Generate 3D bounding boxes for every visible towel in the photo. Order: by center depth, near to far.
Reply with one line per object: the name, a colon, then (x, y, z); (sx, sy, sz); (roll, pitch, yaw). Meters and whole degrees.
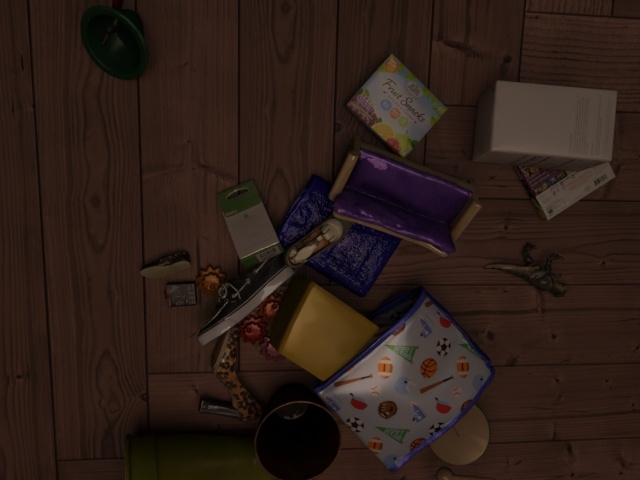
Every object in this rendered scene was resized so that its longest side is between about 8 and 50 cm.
towel: (0.049, -0.005, 1.428); (0.308, 0.076, 0.227); (31, 96, -11)

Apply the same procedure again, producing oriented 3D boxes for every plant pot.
plant pot: (-0.014, 0.233, 1.370); (0.212, 0.212, 0.187); (35, 80, -12)
plant pot: (-0.307, 0.662, 1.387); (0.353, 0.366, 0.366); (-4, 100, -18)
plant pot: (-0.069, 0.479, 1.417); (0.216, 0.230, 0.215); (-1, 98, -8)

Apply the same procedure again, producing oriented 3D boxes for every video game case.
video game case: (0.671, -0.204, 1.483); (0.232, 0.042, 0.210); (-34, 101, 0)

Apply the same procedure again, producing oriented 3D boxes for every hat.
hat: (-0.460, -0.529, 1.305); (0.173, 0.183, 0.208); (24, 138, -3)

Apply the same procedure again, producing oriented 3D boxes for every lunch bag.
lunch bag: (0.227, 0.350, 1.432); (0.385, 0.239, 0.328); (-41, 101, 9)

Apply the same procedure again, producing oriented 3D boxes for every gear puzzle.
gear puzzle: (-0.190, 0.183, 1.448); (0.339, 0.044, 0.175); (41, 93, -11)

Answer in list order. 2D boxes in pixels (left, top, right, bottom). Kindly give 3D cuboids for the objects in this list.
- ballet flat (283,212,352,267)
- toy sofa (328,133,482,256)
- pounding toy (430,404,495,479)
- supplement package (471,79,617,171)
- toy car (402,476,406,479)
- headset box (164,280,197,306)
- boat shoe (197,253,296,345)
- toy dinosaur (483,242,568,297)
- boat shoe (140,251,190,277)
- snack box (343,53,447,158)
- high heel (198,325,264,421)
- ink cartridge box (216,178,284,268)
ballet flat: (0.000, 0.000, 1.355); (0.213, 0.068, 0.072); (-36, 99, -1)
toy sofa: (0.213, -0.112, 1.354); (0.363, 0.177, 0.150); (20, 130, -9)
pounding toy: (0.413, 0.583, 1.550); (0.183, 0.110, 0.236); (-14, 63, 25)
supplement package: (0.559, -0.285, 1.359); (0.293, 0.175, 0.177); (6, 89, 1)
toy car: (0.223, 0.683, 1.598); (0.040, 0.060, 0.122); (-43, 128, -42)
headset box: (-0.375, 0.143, 1.426); (0.083, 0.032, 0.062); (-4, 100, -5)
boat shoe: (-0.207, 0.139, 1.370); (0.306, 0.113, 0.105); (-41, 90, -11)
toy dinosaur: (0.613, 0.079, 1.519); (0.268, 0.064, 0.118); (21, 103, -6)
boat shoe: (-0.408, 0.065, 1.405); (0.133, 0.042, 0.049); (-14, 143, -1)
snack box: (0.194, -0.346, 1.389); (0.207, 0.070, 0.174); (42, 93, -12)
high heel: (-0.211, 0.367, 1.466); (0.186, 0.093, 0.261); (16, 96, -20)
ink cartridge box: (-0.183, -0.045, 1.379); (0.109, 0.062, 0.209); (-24, 63, -2)
